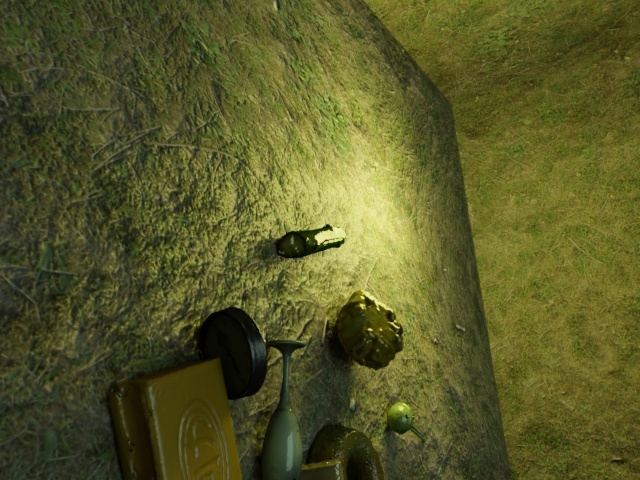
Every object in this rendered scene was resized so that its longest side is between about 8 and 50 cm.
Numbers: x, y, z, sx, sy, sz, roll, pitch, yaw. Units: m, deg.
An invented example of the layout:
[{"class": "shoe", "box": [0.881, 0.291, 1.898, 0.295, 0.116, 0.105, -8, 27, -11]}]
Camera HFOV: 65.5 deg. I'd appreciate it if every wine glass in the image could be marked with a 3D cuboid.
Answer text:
[{"class": "wine glass", "box": [-0.042, 0.419, 1.221, 0.264, 0.096, 0.310, 30, 55, -54]}]

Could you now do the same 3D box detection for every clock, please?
[{"class": "clock", "box": [-0.180, 0.227, 0.997, 0.040, 0.184, 0.185, -6, 83, -47]}]

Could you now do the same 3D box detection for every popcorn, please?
[{"class": "popcorn", "box": [0.137, 0.268, 1.502, 0.233, 0.192, 0.266, 33, 25, -28]}]

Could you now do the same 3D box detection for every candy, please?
[{"class": "candy", "box": [0.315, 0.649, 1.719, 0.335, 0.092, 0.093, 52, 1, -45]}]

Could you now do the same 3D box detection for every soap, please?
[{"class": "soap", "box": [-0.247, 0.394, 0.903, 0.204, 0.096, 0.325, -6, 83, -58]}]

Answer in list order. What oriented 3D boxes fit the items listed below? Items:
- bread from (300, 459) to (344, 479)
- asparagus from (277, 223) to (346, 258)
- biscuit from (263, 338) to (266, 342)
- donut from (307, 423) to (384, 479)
[{"class": "bread", "box": [-0.002, 0.617, 1.174, 0.060, 0.139, 0.178, 38, 43, -80]}, {"class": "asparagus", "box": [-0.001, -0.001, 1.467, 0.343, 0.085, 0.082, -10, 62, -56]}, {"class": "biscuit", "box": [-0.162, 0.254, 1.167, 0.083, 0.018, 0.081, 47, 41, -38]}, {"class": "donut", "box": [0.074, 0.624, 1.310, 0.272, 0.107, 0.272, 32, 50, -48]}]
